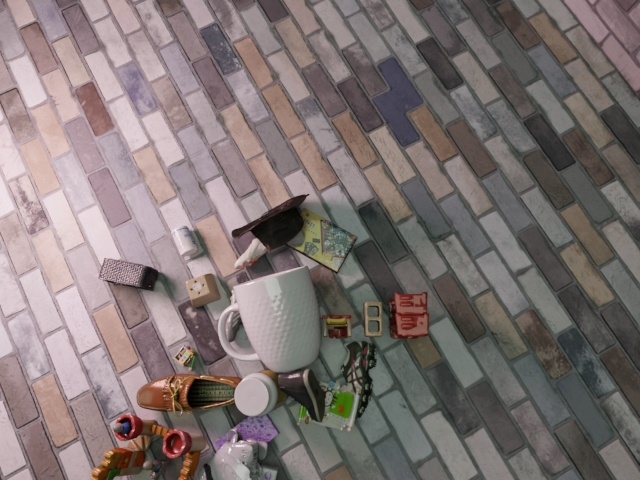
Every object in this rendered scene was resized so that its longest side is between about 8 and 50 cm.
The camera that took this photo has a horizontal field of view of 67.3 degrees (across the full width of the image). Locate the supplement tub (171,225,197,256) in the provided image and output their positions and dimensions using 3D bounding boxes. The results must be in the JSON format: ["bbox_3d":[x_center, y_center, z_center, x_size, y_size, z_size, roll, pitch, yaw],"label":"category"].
[{"bbox_3d":[-0.532,0.002,1.878,0.071,0.071,0.107,-27,78,-6],"label":"supplement tub"}]

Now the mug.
[{"bbox_3d":[-0.180,0.295,1.706,0.374,0.276,0.327,-16,89,3],"label":"mug"}]

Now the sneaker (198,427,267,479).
[{"bbox_3d":[-0.223,0.796,1.583,0.366,0.137,0.210,28,85,27],"label":"sneaker"}]

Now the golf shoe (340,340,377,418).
[{"bbox_3d":[0.131,0.503,1.751,0.120,0.105,0.272,4,73,22],"label":"golf shoe"}]

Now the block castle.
[{"bbox_3d":[-0.591,0.820,1.557,0.303,0.213,0.453,7,73,24],"label":"block castle"}]

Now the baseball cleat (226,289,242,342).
[{"bbox_3d":[-0.298,0.282,1.809,0.110,0.072,0.205,6,80,-5],"label":"baseball cleat"}]

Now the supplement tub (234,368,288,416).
[{"bbox_3d":[-0.201,0.526,1.669,0.144,0.200,0.144,-2,81,15],"label":"supplement tub"}]

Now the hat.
[{"bbox_3d":[-0.162,-0.050,1.795,0.331,0.331,0.133,-29,102,-6],"label":"hat"}]

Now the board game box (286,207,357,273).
[{"bbox_3d":[0.000,0.000,1.888,0.243,0.042,0.165,30,78,7],"label":"board game box"}]

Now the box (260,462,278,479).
[{"bbox_3d":[-0.216,0.945,1.651,0.067,0.063,0.323,14,77,3],"label":"box"}]

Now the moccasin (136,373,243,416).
[{"bbox_3d":[-0.463,0.548,1.706,0.380,0.147,0.139,3,76,1],"label":"moccasin"}]

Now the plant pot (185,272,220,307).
[{"bbox_3d":[-0.453,0.185,1.820,0.109,0.096,0.109,-20,78,-4],"label":"plant pot"}]

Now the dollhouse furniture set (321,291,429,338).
[{"bbox_3d":[0.190,0.274,1.734,0.374,0.201,0.152,0,76,-1],"label":"dollhouse furniture set"}]

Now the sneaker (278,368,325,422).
[{"bbox_3d":[-0.062,0.534,1.661,0.118,0.083,0.222,-8,114,20],"label":"sneaker"}]

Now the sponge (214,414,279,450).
[{"bbox_3d":[-0.264,0.709,1.725,0.210,0.031,0.117,-36,78,-7],"label":"sponge"}]

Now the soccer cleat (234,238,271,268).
[{"bbox_3d":[-0.258,0.040,1.873,0.196,0.068,0.076,-35,74,-15],"label":"soccer cleat"}]

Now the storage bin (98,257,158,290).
[{"bbox_3d":[-0.726,0.129,1.822,0.180,0.122,0.084,10,77,3],"label":"storage bin"}]

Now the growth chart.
[{"bbox_3d":[0.028,0.585,1.712,0.237,0.021,0.171,-2,73,28],"label":"growth chart"}]

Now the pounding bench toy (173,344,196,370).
[{"bbox_3d":[-0.489,0.435,1.782,0.083,0.052,0.065,37,79,9],"label":"pounding bench toy"}]
